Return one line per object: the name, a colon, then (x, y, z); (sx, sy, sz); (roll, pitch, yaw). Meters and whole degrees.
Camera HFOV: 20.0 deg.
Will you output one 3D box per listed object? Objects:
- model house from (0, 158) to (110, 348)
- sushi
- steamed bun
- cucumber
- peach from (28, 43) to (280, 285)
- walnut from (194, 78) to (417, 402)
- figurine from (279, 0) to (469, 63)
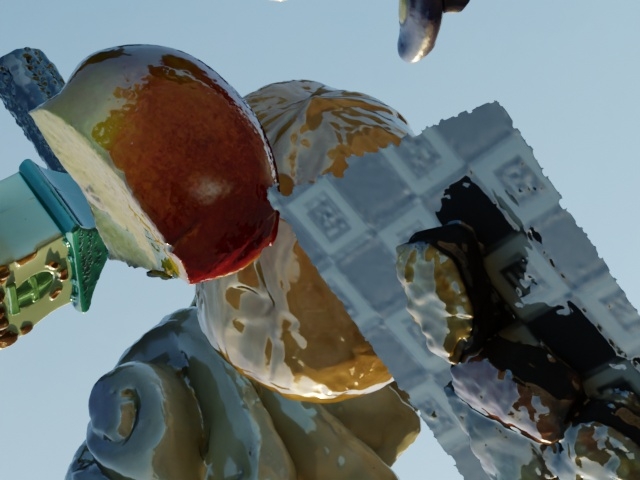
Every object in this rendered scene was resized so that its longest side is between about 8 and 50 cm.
model house: (-0.255, 0.004, 1.644); (0.149, 0.100, 0.127); (-28, -32, -22)
sushi: (0.065, 0.048, 0.720); (0.201, 0.139, 0.031); (55, -132, -10)
steamed bun: (-0.086, 0.174, 1.546); (0.352, 0.247, 0.339); (-58, 16, 20)
cucumber: (-0.278, -0.117, 1.910); (0.077, 0.265, 0.077); (-22, -39, -19)
peach: (-0.087, -0.048, 1.024); (0.151, 0.118, 0.151); (-17, -90, -73)
walnut: (0.000, 0.000, 1.235); (0.193, 0.193, 0.226); (-33, -50, -43)
figurine: (-0.044, -0.310, 1.640); (0.193, 0.421, 0.154); (103, -175, -71)
